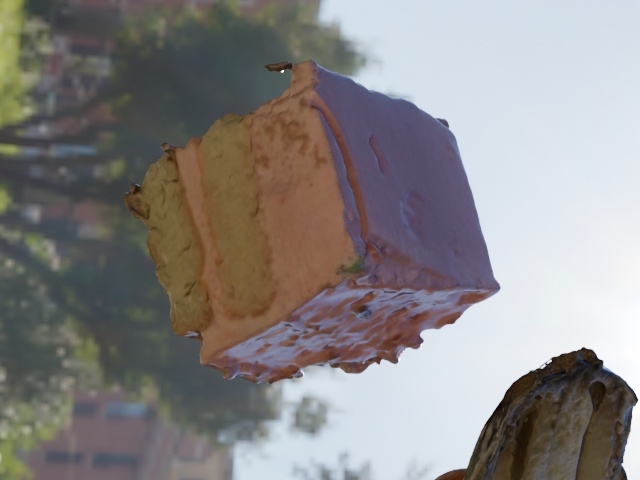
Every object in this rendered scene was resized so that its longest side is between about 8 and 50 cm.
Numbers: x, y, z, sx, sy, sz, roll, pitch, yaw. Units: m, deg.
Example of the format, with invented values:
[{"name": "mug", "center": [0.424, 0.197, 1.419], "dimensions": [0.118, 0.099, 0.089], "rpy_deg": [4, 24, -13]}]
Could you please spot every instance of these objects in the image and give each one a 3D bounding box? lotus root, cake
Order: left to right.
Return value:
[{"name": "cake", "center": [0.000, 0.000, 2.147], "dimensions": [0.307, 0.314, 0.293], "rpy_deg": [-33, -116, 31]}, {"name": "lotus root", "center": [0.181, 0.204, 1.606], "dimensions": [0.329, 0.167, 0.078], "rpy_deg": [97, -29, -42]}]

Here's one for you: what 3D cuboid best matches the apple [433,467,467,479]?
[{"name": "apple", "center": [0.161, 0.322, 2.012], "dimensions": [0.146, 0.146, 0.146], "rpy_deg": [-176, -90, -74]}]
